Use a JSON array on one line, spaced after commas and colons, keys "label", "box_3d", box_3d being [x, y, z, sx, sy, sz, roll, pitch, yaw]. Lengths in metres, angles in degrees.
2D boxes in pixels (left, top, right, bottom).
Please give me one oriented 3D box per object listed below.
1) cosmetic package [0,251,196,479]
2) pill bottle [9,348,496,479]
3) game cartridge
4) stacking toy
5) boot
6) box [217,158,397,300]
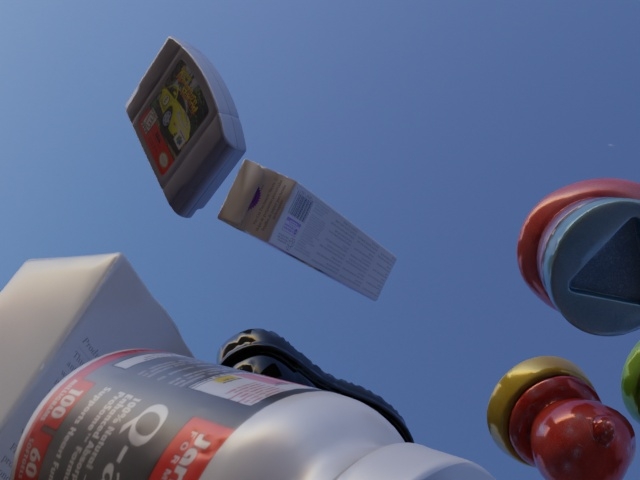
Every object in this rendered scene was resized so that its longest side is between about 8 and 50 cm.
[{"label": "cosmetic package", "box_3d": [-0.311, 0.248, 0.799, 0.161, 0.453, 0.230, -3, -50, 29]}, {"label": "pill bottle", "box_3d": [-0.057, 0.201, 0.564, 0.363, 0.210, 0.210, 1, -86, 47]}, {"label": "game cartridge", "box_3d": [-0.235, -0.209, 1.345, 0.196, 0.060, 0.294, -46, -124, 24]}, {"label": "stacking toy", "box_3d": [0.326, 0.102, 0.762, 0.279, 0.130, 0.309, 1, -77, -10]}, {"label": "boot", "box_3d": [0.004, 0.283, 0.939, 0.131, 0.348, 0.260, -45, -151, 17]}, {"label": "box", "box_3d": [0.000, 0.000, 0.841, 0.063, 0.324, 0.067, 26, -92, 26]}]
